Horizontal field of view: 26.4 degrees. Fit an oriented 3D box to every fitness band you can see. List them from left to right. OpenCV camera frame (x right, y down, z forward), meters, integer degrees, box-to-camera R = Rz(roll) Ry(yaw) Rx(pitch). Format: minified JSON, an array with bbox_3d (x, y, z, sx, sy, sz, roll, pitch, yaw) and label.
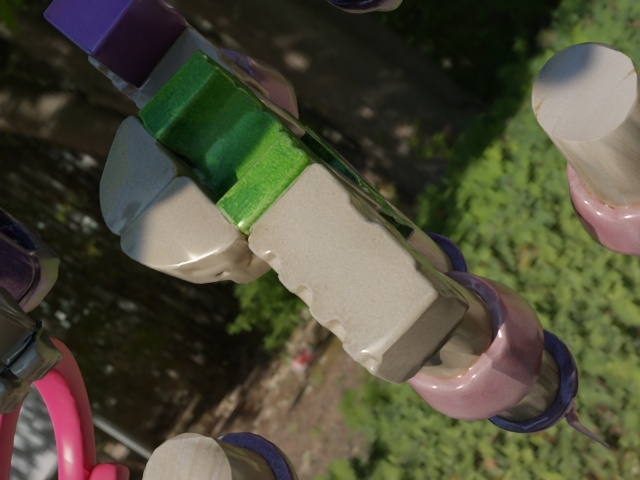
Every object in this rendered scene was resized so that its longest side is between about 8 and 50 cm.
[{"bbox_3d":[-0.210,0.213,0.992,0.209,0.054,0.291,54,-148,-59],"label":"fitness band"}]

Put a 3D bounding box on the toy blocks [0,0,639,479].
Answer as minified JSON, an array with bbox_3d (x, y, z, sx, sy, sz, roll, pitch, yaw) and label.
[{"bbox_3d":[0.000,0.000,0.686,0.309,0.288,0.260,-47,-29,5],"label":"toy blocks"}]
